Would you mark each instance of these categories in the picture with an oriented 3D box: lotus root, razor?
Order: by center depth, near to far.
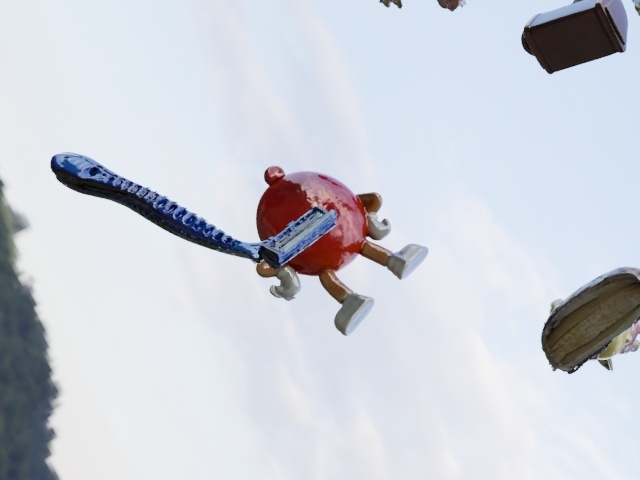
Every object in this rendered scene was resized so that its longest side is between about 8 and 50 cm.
[{"bbox_3d":[0.164,0.043,0.823,0.037,0.030,0.083,49,-60,2],"label":"lotus root"},{"bbox_3d":[-0.140,-0.027,1.349,0.324,0.093,0.056,17,-53,31],"label":"razor"}]

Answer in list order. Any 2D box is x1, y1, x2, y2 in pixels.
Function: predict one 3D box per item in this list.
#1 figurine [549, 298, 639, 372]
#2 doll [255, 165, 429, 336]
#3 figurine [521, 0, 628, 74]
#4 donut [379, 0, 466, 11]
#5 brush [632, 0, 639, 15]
[{"bbox_3d":[0.292,0.092,1.425,0.083,0.083,0.187,55,22,22],"label":"figurine"},{"bbox_3d":[0.000,0.000,1.657,0.217,0.183,0.085,40,-24,16],"label":"doll"},{"bbox_3d":[0.342,-0.295,1.893,0.154,0.098,0.082,-13,-52,36],"label":"figurine"},{"bbox_3d":[0.132,-0.367,1.858,0.166,0.065,0.117,15,-82,33],"label":"donut"},{"bbox_3d":[0.432,-0.297,1.756,0.010,0.082,0.218,20,-9,32],"label":"brush"}]
